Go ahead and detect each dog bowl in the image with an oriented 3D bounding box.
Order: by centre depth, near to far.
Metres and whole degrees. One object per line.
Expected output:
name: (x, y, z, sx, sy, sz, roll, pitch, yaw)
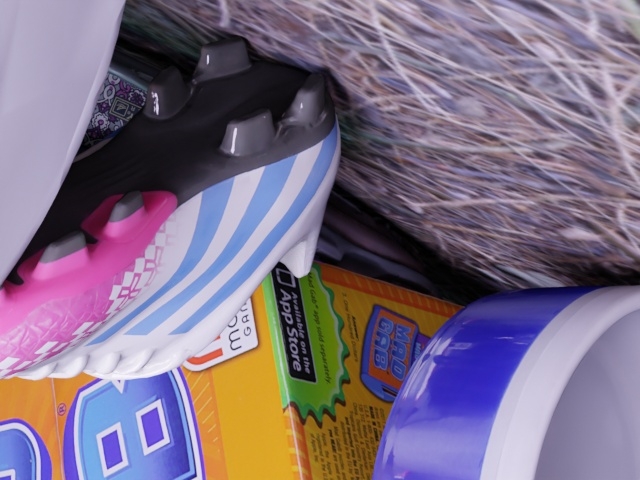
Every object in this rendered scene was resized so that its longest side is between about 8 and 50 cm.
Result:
dog bowl: (0.148, 0.157, 0.997, 0.104, 0.265, 0.265, -1, 156, 43)

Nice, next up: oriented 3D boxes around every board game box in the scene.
board game box: (-0.032, 0.257, 1.183, 0.356, 0.357, 0.356, -26, 153, 32)

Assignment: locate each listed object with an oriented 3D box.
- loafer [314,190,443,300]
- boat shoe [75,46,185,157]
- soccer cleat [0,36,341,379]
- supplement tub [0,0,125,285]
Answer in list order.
loafer: (0.000, 0.000, 1.178, 0.109, 0.095, 0.302, -18, 156, 21)
boat shoe: (-0.154, -0.086, 0.999, 0.227, 0.079, 0.081, 19, -172, -3)
soccer cleat: (-0.108, 0.024, 0.825, 0.116, 0.331, 0.143, 29, 131, 33)
supplement tub: (-0.261, -0.108, 0.651, 0.331, 0.241, 0.241, 23, 171, 10)
